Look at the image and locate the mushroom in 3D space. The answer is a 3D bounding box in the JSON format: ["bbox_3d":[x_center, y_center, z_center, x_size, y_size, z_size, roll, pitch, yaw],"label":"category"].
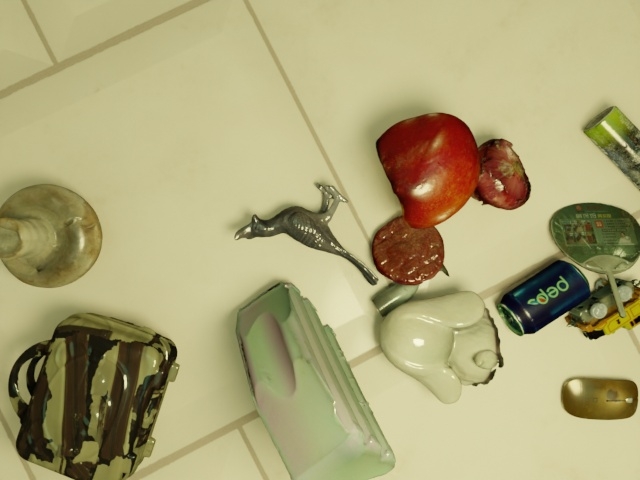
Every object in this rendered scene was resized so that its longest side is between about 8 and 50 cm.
[{"bbox_3d":[-0.632,-0.009,1.093,0.244,0.243,0.243,0,88,-2],"label":"mushroom"}]

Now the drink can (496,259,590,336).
[{"bbox_3d":[0.545,0.142,1.189,0.205,0.118,0.118,-32,90,-4],"label":"drink can"}]

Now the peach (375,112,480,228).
[{"bbox_3d":[0.240,-0.163,1.095,0.249,0.274,0.245,35,125,-8],"label":"peach"}]

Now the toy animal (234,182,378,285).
[{"bbox_3d":[-0.005,-0.039,1.194,0.367,0.081,0.205,19,83,-9],"label":"toy animal"}]

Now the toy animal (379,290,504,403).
[{"bbox_3d":[0.289,0.255,1.147,0.290,0.174,0.248,-10,88,-4],"label":"toy animal"}]

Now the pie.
[{"bbox_3d":[0.214,0.024,1.186,0.183,0.049,0.182,-4,69,12],"label":"pie"}]

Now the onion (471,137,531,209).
[{"bbox_3d":[0.425,-0.151,1.187,0.147,0.184,0.184,-32,90,39],"label":"onion"}]

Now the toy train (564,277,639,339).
[{"bbox_3d":[0.718,0.177,1.211,0.219,0.089,0.127,-32,100,-4],"label":"toy train"}]

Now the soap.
[{"bbox_3d":[-0.035,0.290,1.046,0.156,0.446,0.261,-38,129,7],"label":"soap"}]

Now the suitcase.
[{"bbox_3d":[-0.523,0.340,1.106,0.340,0.194,0.351,17,87,5],"label":"suitcase"}]

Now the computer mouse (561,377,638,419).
[{"bbox_3d":[0.712,0.398,1.224,0.199,0.045,0.102,3,91,-2],"label":"computer mouse"}]

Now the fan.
[{"bbox_3d":[0.674,0.019,1.200,0.223,0.012,0.294,25,66,12],"label":"fan"}]

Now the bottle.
[{"bbox_3d":[0.815,-0.190,1.222,0.093,0.093,0.330,-44,90,-3],"label":"bottle"}]

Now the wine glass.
[{"bbox_3d":[0.222,0.119,1.206,0.198,0.066,0.066,-34,90,-1],"label":"wine glass"}]
